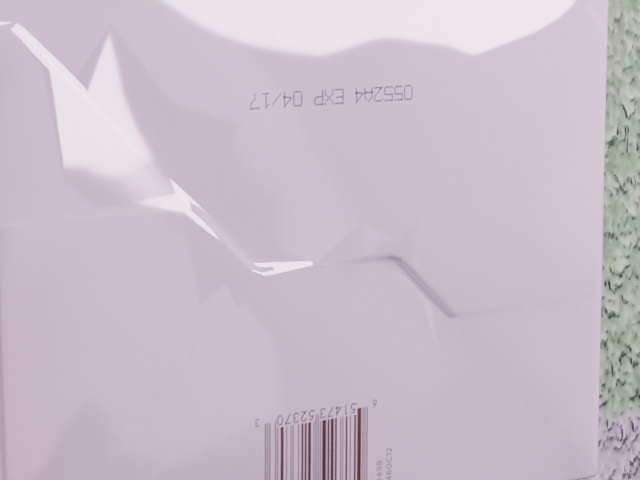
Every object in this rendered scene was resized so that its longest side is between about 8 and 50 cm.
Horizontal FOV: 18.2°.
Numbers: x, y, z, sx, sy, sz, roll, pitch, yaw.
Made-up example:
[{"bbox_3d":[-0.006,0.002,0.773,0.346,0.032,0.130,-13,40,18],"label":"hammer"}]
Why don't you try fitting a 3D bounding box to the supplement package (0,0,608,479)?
[{"bbox_3d":[-0.036,-0.001,0.761,0.262,0.145,0.204,-6,102,-32],"label":"supplement package"}]
